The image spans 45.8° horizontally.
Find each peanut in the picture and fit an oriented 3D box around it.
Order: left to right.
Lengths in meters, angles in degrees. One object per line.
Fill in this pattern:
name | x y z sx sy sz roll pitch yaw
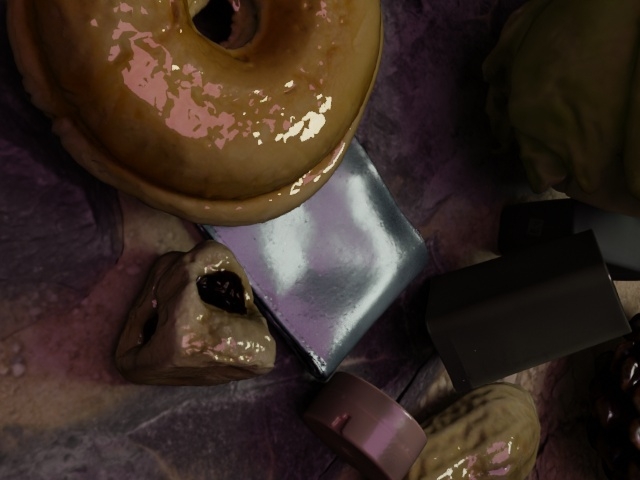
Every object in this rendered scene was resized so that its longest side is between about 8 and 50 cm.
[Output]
peanut | 0.197 0.310 1.066 0.313 0.152 0.152 -22 101 -28

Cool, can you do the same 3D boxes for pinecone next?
pinecone | 0.633 0.287 1.231 0.397 0.397 0.398 0 89 -32

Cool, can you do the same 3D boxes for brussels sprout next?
brussels sprout | 0.447 -0.229 1.045 0.342 0.425 0.361 -16 126 -52

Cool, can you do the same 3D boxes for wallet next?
wallet | 0.001 0.000 0.999 0.251 0.054 0.290 -45 110 -26

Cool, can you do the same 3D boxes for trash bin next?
trash bin | 0.278 0.092 1.033 0.122 0.240 0.164 63 21 -15
trash bin | 0.421 0.001 1.194 0.236 0.176 0.101 11 84 -27

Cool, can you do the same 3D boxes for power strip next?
power strip | 0.057 0.243 0.974 0.154 0.154 0.078 48 68 -22

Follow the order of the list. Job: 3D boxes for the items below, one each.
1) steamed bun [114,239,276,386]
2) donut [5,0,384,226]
steamed bun | -0.143 0.079 0.858 0.140 0.172 0.155 17 62 -42
donut | -0.114 -0.238 0.840 0.448 0.198 0.449 2 87 -29
